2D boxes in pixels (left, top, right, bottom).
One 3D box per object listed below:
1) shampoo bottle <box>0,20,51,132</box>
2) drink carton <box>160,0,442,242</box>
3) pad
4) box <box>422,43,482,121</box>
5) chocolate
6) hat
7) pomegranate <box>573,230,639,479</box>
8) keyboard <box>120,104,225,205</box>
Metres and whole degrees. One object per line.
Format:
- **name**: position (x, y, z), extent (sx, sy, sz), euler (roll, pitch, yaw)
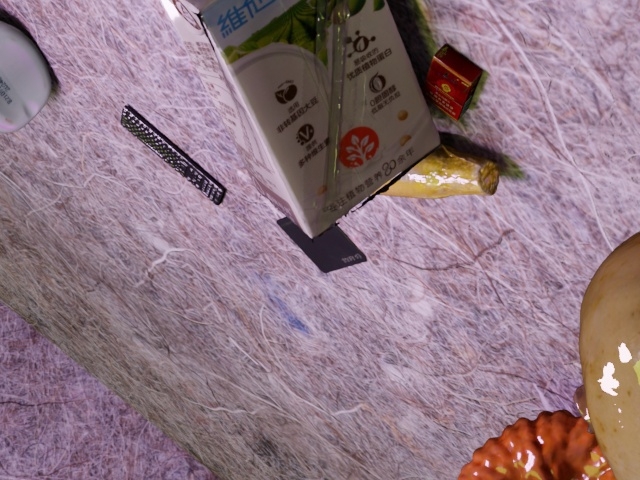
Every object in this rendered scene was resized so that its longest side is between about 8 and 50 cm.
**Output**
- **shampoo bottle**: position (-0.605, -0.295, 2.315), extent (0.349, 0.151, 0.222), euler (19, 154, 42)
- **drink carton**: position (-0.020, -0.186, 1.486), extent (0.132, 0.194, 0.324), euler (39, 162, 46)
- **pad**: position (0.000, 0.000, 2.047), extent (0.112, 0.003, 0.157), euler (47, 157, -11)
- **box**: position (0.140, -0.168, 1.503), extent (0.051, 0.023, 0.082), euler (37, 157, 10)
- **chocolate**: position (0.117, -0.082, 1.631), extent (0.219, 0.085, 0.085), euler (12, 143, 44)
- **hat**: position (0.346, 0.385, 1.917), extent (0.285, 0.285, 0.400), euler (31, 174, 24)
- **pomegranate**: position (0.367, 0.102, 1.211), extent (0.332, 0.332, 0.332), euler (35, 156, 18)
- **keyboard**: position (-0.229, -0.131, 2.172), extent (0.204, 0.013, 0.061), euler (41, 158, 4)
